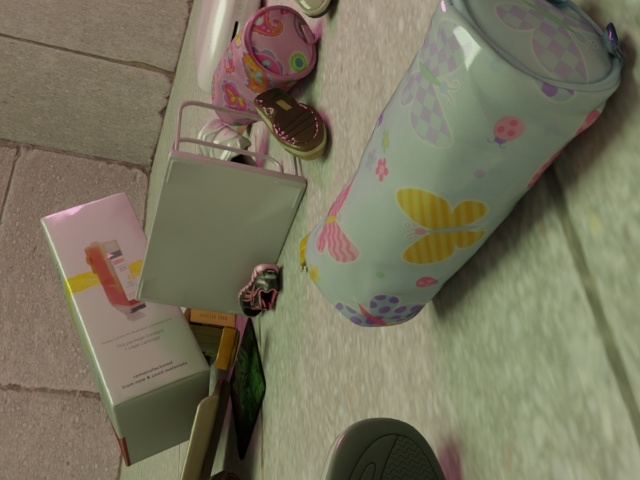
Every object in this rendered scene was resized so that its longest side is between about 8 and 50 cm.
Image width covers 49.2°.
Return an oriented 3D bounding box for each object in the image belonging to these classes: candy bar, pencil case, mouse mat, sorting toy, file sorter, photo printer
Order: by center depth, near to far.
[{"bbox_3d":[0.081,-0.052,0.491,0.273,0.113,0.124,119,160,-46],"label":"pencil case"},{"bbox_3d":[0.000,0.000,0.854,0.161,0.018,0.040,141,131,-63],"label":"candy bar"},{"bbox_3d":[-0.178,0.280,1.080,0.229,0.041,0.307,107,176,-85],"label":"sorting toy"},{"bbox_3d":[-0.161,-0.046,1.090,0.173,0.192,0.278,-99,26,-49],"label":"file sorter"},{"bbox_3d":[-0.120,0.232,1.120,0.190,0.007,0.153,-113,36,-59],"label":"mouse mat"},{"bbox_3d":[-0.099,-0.273,1.132,0.284,0.124,0.124,161,117,-70],"label":"pencil case"},{"bbox_3d":[-0.217,-0.480,1.594,0.308,0.107,0.256,-109,33,-55],"label":"photo printer"}]

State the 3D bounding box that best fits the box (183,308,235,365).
[{"bbox_3d":[-0.231,0.182,1.352,0.232,0.087,0.058,124,151,-54],"label":"box"}]

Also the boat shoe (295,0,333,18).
[{"bbox_3d":[-0.004,-0.400,1.031,0.065,0.075,0.206,45,-147,-57],"label":"boat shoe"}]

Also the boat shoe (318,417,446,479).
[{"bbox_3d":[0.030,0.286,0.477,0.103,0.118,0.321,151,119,-62],"label":"boat shoe"}]

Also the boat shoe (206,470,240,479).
[{"bbox_3d":[-0.111,0.402,0.917,0.095,0.095,0.257,-35,28,15],"label":"boat shoe"}]

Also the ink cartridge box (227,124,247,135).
[{"bbox_3d":[-0.144,-0.317,1.435,0.179,0.045,0.145,-53,27,19],"label":"ink cartridge box"}]

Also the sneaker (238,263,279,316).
[{"bbox_3d":[-0.090,0.087,1.051,0.119,0.047,0.057,118,143,-46],"label":"sneaker"}]

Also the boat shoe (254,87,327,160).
[{"bbox_3d":[-0.034,-0.151,0.979,0.190,0.068,0.072,-122,10,-52],"label":"boat shoe"}]

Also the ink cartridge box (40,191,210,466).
[{"bbox_3d":[-0.342,0.154,1.234,0.385,0.160,0.279,59,156,28],"label":"ink cartridge box"}]

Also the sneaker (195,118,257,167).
[{"bbox_3d":[-0.165,-0.102,1.290,0.090,0.115,0.232,-42,-33,-36],"label":"sneaker"}]
